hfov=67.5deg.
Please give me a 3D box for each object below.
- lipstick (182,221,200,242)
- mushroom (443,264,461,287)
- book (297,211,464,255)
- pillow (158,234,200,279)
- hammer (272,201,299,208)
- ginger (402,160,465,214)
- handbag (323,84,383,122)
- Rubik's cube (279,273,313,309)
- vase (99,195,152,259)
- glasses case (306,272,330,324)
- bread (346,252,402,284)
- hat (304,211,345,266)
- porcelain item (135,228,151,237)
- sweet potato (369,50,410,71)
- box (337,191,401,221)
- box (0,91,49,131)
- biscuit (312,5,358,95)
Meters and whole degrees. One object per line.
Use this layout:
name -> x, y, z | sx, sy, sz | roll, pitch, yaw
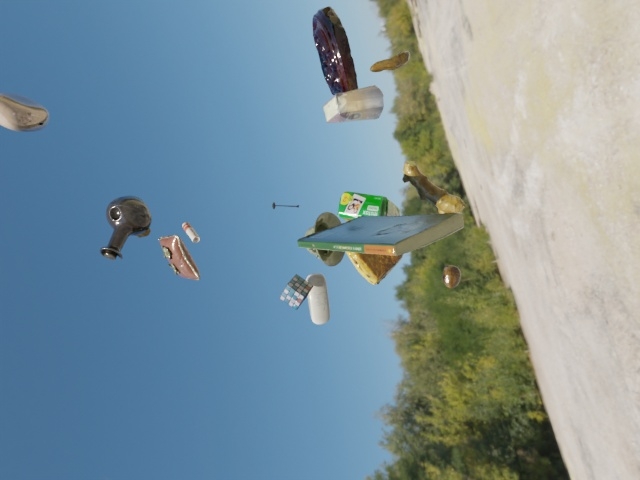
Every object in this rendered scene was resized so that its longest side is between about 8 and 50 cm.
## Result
lipstick -> -0.611, -0.038, 2.259 | 0.131, 0.038, 0.038 | 44, 174, 39
mushroom -> 0.545, 0.135, 1.990 | 0.088, 0.073, 0.129 | 35, -146, -16
book -> 0.146, -0.019, 1.247 | 0.260, 0.371, 0.043 | -21, -75, -34
pillow -> -0.501, 0.064, 1.688 | 0.075, 0.171, 0.179 | -36, -72, -30
hammer -> -0.141, -0.139, 1.936 | 0.014, 0.123, 0.029 | -6, -82, -65
ginger -> 0.424, -0.194, 1.829 | 0.299, 0.118, 0.065 | 44, -148, -5
handbag -> 0.104, -0.390, 1.376 | 0.117, 0.173, 0.095 | -178, 76, -71
Rubik's cube -> -0.102, 0.217, 2.022 | 0.092, 0.092, 0.092 | 34, -144, 6
vase -> -0.528, -0.030, 1.283 | 0.120, 0.120, 0.183 | 56, -144, -47
glasses case -> -0.010, 0.264, 2.167 | 0.059, 0.092, 0.233 | -172, 74, -73
bread -> 0.214, 0.049, 2.033 | 0.235, 0.099, 0.210 | 48, -119, -2
hat -> 0.000, 0.000, 2.263 | 0.257, 0.130, 0.257 | 13, -107, -51
porcelain item -> -0.726, -0.047, 1.880 | 0.084, 0.213, 0.054 | 8, -89, -30
sweet potato -> 0.276, -0.686, 1.849 | 0.054, 0.182, 0.053 | 69, 168, -13
box -> 0.184, -0.097, 1.756 | 0.250, 0.180, 0.103 | 21, -101, -63
box -> -0.922, -0.390, 1.457 | 0.146, 0.088, 0.200 | 29, -169, -9
biscuit -> 0.055, -0.735, 1.960 | 0.407, 0.091, 0.407 | 162, 90, -87
